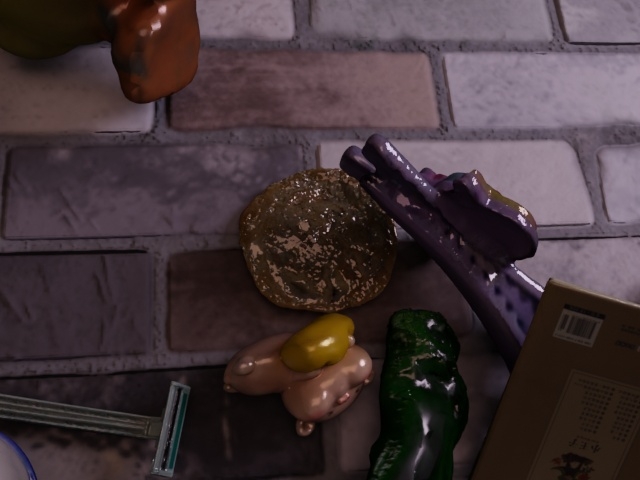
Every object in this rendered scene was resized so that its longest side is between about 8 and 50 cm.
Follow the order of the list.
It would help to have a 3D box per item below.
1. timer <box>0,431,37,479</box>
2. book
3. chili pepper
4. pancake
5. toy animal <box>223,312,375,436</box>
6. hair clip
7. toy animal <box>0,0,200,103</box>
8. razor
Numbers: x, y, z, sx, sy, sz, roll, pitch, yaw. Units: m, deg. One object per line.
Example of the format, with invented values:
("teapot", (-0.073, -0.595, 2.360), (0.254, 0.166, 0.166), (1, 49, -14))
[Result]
("timer", (-0.355, 0.201, 0.361), (0.384, 0.270, 0.270), (-7, 71, -26))
("book", (0.197, 0.135, 0.490), (0.139, 0.016, 0.198), (17, 106, 2))
("chili pepper", (0.067, 0.157, 0.488), (0.098, 0.061, 0.224), (45, 45, -36))
("pancake", (0.000, 0.000, 0.572), (0.140, 0.022, 0.139), (3, 70, -7))
("toy animal", (-0.011, 0.105, 0.504), (0.114, 0.091, 0.081), (-19, 88, -15))
("hair clip", (0.128, 0.022, 0.532), (0.090, 0.137, 0.278), (-38, 99, -12))
("toy animal", (-0.239, -0.275, 0.556), (0.338, 0.216, 0.191), (25, 42, 6))
("razor", (-0.196, 0.128, 0.494), (0.191, 0.037, 0.068), (8, 65, -2))
